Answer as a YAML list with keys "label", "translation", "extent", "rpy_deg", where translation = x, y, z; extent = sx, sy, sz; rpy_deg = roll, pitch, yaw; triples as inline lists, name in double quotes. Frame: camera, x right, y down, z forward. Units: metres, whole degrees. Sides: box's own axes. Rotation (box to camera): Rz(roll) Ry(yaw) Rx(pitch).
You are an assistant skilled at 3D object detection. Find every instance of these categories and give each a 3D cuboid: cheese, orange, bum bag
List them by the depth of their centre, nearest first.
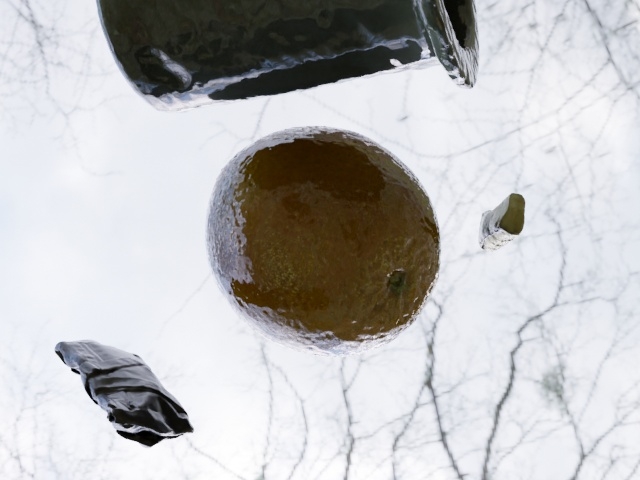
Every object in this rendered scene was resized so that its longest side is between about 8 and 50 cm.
- label: "bum bag"
  translation: [-0.181, 0.137, 0.910]
  extent: [0.087, 0.198, 0.049]
  rpy_deg: [12, -79, -34]
- label: "cheese"
  translation: [0.168, -0.017, 0.938]
  extent: [0.030, 0.083, 0.044]
  rpy_deg: [18, -104, -5]
- label: "orange"
  translation: [0.000, 0.000, 0.953]
  extent: [0.236, 0.236, 0.236]
  rpy_deg: [18, -117, -39]

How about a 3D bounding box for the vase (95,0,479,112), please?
- label: "vase"
  translation: [-0.028, -0.216, 0.853]
  extent: [0.245, 0.291, 0.245]
  rpy_deg: [-11, -90, -73]
